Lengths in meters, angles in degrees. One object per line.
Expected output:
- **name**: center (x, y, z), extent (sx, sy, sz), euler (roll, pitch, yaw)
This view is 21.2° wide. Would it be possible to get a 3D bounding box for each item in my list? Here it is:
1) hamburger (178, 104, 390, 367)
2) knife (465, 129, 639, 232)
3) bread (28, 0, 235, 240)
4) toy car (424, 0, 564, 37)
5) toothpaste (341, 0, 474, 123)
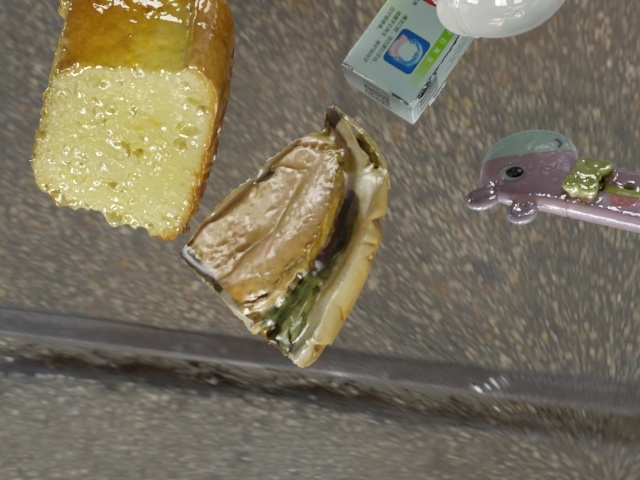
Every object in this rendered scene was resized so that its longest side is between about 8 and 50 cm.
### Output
- **hamburger**: center (0.000, 0.000, 1.529), extent (0.208, 0.135, 0.155), euler (-49, 52, -4)
- **knife**: center (0.317, -0.033, 1.537), extent (0.398, 0.038, 0.132), euler (16, 50, 31)
- **bread**: center (-0.103, -0.068, 0.935), extent (0.103, 0.187, 0.065), euler (12, 57, -10)
- **toy car**: center (0.111, -0.177, 1.028), extent (0.139, 0.112, 0.112), euler (-22, 49, 12)
- **toothpaste**: center (0.149, -0.268, 1.590), extent (0.081, 0.067, 0.336), euler (33, 82, 13)
